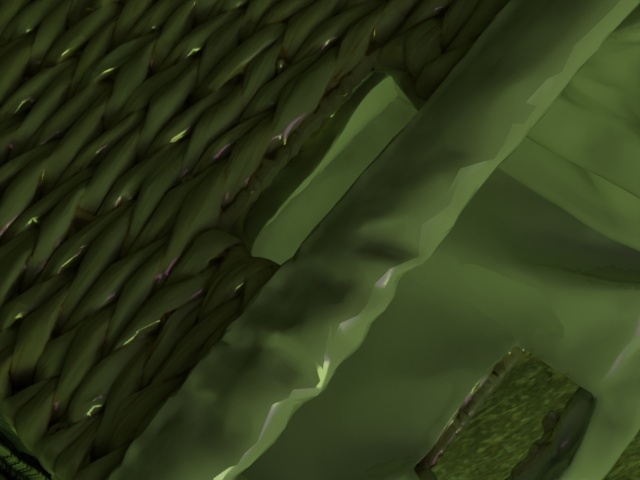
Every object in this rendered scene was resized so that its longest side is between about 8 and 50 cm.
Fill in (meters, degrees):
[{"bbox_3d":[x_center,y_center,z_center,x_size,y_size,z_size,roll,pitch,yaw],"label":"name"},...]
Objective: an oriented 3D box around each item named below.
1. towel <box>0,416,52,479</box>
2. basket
[{"bbox_3d":[-0.296,0.064,0.789,0.324,0.056,0.312,6,153,21],"label":"towel"},{"bbox_3d":[0.000,0.000,0.753,0.328,0.266,0.331,-49,151,-8],"label":"basket"}]
